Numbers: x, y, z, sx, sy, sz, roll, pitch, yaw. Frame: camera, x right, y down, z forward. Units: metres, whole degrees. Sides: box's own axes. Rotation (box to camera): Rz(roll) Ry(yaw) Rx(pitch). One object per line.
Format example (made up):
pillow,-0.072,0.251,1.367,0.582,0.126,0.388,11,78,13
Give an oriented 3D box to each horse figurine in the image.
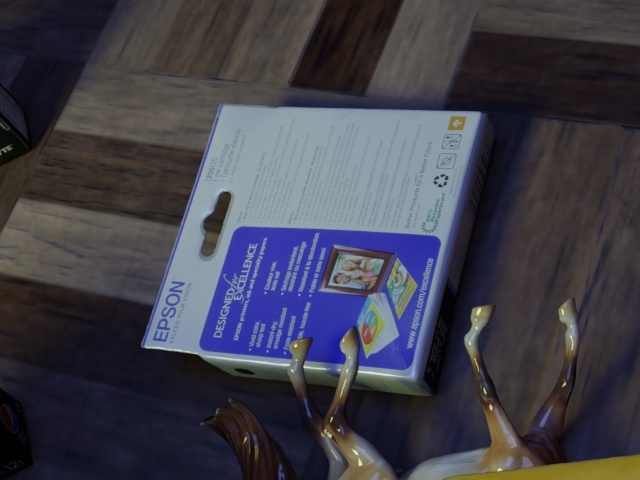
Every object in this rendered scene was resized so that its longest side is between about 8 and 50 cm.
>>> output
horse figurine,0.067,0.132,0.836,0.263,0.066,0.174,-9,81,9

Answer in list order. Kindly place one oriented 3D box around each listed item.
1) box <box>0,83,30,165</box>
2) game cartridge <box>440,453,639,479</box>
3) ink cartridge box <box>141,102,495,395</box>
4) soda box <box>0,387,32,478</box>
box,-0.371,-0.087,1.109,0.220,0.175,0.051,-26,54,9
game cartridge,0.179,0.260,0.675,0.285,0.052,0.323,-9,57,15
ink cartridge box,0.000,0.000,0.971,0.208,0.045,0.206,5,64,24
soda box,-0.296,0.163,1.001,0.169,0.053,0.060,-27,54,7
